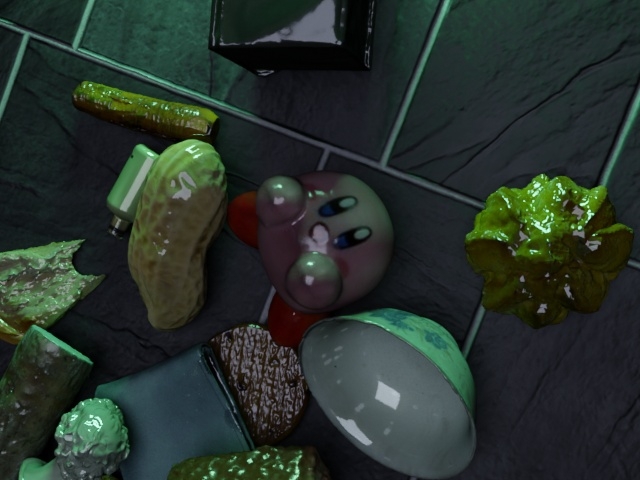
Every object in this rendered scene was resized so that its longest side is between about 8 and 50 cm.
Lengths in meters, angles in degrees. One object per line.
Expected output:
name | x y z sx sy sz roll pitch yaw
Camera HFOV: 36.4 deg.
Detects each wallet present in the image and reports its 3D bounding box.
wallet | -0.232 0.338 1.621 0.251 0.054 0.290 -26 86 24

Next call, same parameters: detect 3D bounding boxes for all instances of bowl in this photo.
bowl | 0.134 0.203 1.501 0.313 0.313 0.146 41 54 9

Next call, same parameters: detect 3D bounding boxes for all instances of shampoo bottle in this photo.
shampoo bottle | -0.311 -0.077 1.642 0.079 0.079 0.162 32 97 10

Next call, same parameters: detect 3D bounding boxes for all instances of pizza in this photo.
pizza | -0.498 0.086 1.705 0.262 0.034 0.181 -16 87 11

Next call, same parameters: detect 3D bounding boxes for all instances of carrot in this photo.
carrot | -0.296 -0.215 1.645 0.260 0.070 0.070 17 94 12

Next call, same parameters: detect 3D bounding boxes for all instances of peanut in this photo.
peanut | -0.230 -0.005 1.587 0.140 0.153 0.325 20 111 31

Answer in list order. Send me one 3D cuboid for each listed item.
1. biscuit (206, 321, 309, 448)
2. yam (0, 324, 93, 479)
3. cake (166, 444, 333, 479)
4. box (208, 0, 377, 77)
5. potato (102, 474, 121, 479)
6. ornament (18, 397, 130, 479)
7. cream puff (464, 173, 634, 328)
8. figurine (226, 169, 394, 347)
biscuit | -0.116 0.243 1.626 0.212 0.036 0.212 1 93 12
yam | -0.501 0.298 1.665 0.133 0.133 0.330 30 100 10
cake | -0.092 0.489 1.466 0.282 0.255 0.290 -7 130 9
box | -0.028 -0.436 1.493 0.205 0.251 0.345 5 92 11
potato | -0.369 0.485 1.660 0.107 0.080 0.170 5 93 26
ornament | -0.424 0.385 1.600 0.285 0.120 0.130 -50 40 14
cream puff | 0.341 0.019 1.470 0.244 0.196 0.244 11 107 38
figurine | 0.003 0.000 1.525 0.211 0.261 0.269 -19 80 -20
